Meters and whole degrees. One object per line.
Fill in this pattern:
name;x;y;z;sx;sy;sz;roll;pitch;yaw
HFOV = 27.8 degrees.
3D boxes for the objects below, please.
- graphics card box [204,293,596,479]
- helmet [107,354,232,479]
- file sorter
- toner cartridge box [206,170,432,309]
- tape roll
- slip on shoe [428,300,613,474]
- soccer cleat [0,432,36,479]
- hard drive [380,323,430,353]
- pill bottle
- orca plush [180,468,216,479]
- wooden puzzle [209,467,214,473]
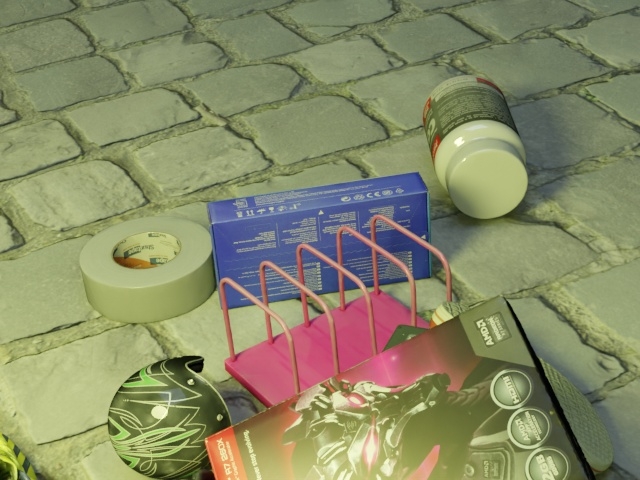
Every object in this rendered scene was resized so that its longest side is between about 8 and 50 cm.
graphics card box;0.078;0.241;1.343;0.371;0.094;0.233;-26;56;9
helmet;-0.197;0.237;1.711;0.169;0.169;0.161;-3;14;3
file sorter;0.026;0.106;1.872;0.290;0.182;0.202;-23;36;-27
toner cartridge box;0.000;0.000;2.065;0.348;0.165;0.075;-8;32;-7
tape roll;-0.280;0.045;2.117;0.219;0.072;0.219;-4;31;2
slip on shoe;0.264;0.212;1.762;0.123;0.101;0.331;2;31;-50
soccer cleat;-0.412;0.303;1.672;0.093;0.121;0.289;-21;35;-23
hard drive;0.111;0.149;1.492;0.094;0.022;0.135;9;34;21
pill bottle;0.275;-0.167;2.298;0.161;0.161;0.283;-5;31;0
orca plush;-0.132;0.337;1.408;0.102;0.287;0.151;-25;70;7
wooden puzzle;-0.122;0.385;1.583;0.221;0.044;0.238;22;45;36
